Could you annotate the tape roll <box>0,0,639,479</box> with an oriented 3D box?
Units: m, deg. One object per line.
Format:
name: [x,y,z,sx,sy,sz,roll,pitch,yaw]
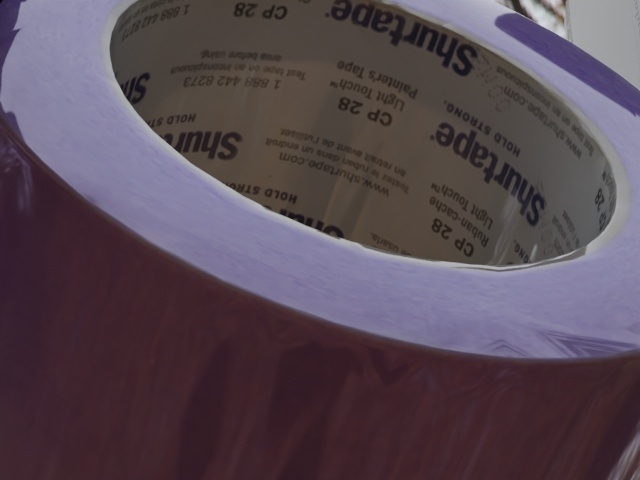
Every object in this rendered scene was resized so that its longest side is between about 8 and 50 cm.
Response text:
tape roll: [0.000,0.000,0.414,0.189,0.189,0.080,10,-57,-17]

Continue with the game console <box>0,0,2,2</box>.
game console: [-0.109,-0.120,0.342,0.144,0.124,0.085,28,-59,-19]

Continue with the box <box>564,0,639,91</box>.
box: [0.159,-0.054,0.605,0.119,0.181,0.182,-2,-27,1]
